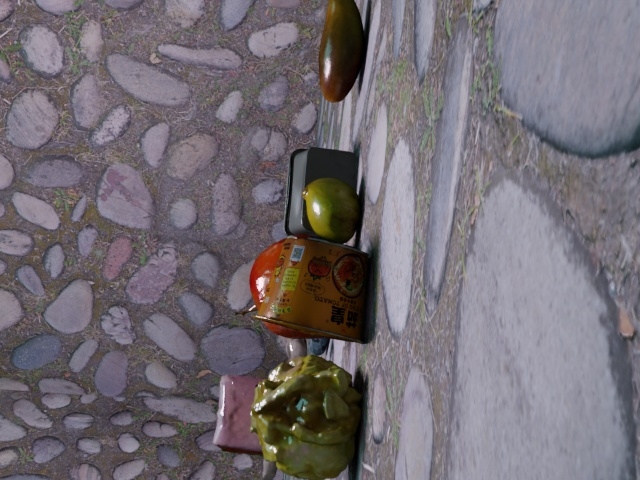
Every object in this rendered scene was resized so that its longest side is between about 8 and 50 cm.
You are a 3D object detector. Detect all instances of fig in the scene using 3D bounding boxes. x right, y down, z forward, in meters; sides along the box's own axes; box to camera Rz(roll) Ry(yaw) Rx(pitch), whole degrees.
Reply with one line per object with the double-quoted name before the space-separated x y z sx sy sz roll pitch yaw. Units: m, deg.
"fig" 0.031 -0.066 1.620 0.136 0.121 0.152 111 141 -57

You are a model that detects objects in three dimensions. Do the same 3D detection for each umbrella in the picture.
"umbrella" 0.004 0.232 2.018 0.250 0.053 0.052 99 175 -48

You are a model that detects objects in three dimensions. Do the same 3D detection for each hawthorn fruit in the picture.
"hawthorn fruit" -0.070 0.117 1.638 0.242 0.272 0.241 -18 -90 -85

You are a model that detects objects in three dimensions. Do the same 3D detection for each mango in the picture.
"mango" 0.052 -0.469 1.792 0.133 0.111 0.267 -40 -44 -74

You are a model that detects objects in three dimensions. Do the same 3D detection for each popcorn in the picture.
"popcorn" -0.029 0.330 1.400 0.259 0.212 0.259 179 90 -90

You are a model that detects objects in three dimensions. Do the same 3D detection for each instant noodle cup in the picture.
"instant noodle cup" -0.005 0.092 1.398 0.216 0.216 0.172 125 159 -81

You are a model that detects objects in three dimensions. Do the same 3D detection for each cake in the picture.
"cake" -0.166 0.554 2.295 0.237 0.309 0.229 96 -178 -72

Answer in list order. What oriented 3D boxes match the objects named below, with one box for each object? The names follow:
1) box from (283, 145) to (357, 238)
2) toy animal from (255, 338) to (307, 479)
"box" 0.006 -0.113 1.773 0.135 0.163 0.243 166 110 -76
"toy animal" -0.072 0.432 1.956 0.344 0.195 0.302 106 164 -49
